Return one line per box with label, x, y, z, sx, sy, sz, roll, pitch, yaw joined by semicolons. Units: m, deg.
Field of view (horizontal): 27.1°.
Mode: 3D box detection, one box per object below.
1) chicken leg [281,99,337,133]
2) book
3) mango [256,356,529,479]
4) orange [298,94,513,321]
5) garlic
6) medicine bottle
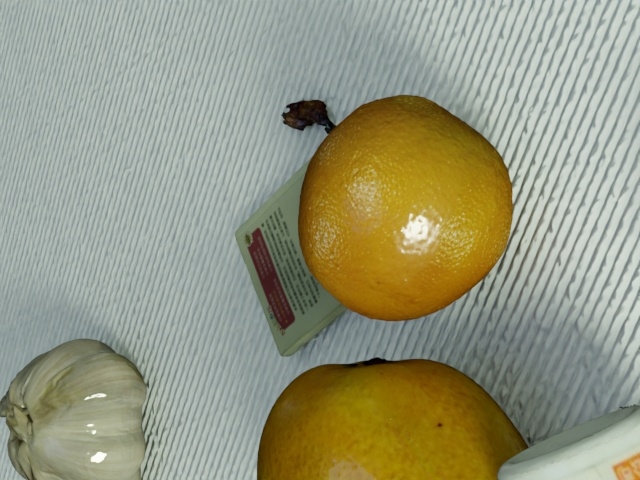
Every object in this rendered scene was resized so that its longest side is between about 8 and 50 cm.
chicken leg;-0.010;-0.134;1.416;0.083;0.021;0.036;13;91;42
book;0.000;0.000;1.407;0.232;0.022;0.162;-43;59;40
mango;0.093;0.274;1.181;0.264;0.221;0.378;-36;76;38
orange;0.075;-0.026;1.201;0.206;0.206;0.206;2;93;47
garlic;-0.314;0.234;1.664;0.228;0.152;0.228;2;93;42
medicine bottle;0.248;0.267;1.032;0.144;0.144;0.252;-27;84;45
